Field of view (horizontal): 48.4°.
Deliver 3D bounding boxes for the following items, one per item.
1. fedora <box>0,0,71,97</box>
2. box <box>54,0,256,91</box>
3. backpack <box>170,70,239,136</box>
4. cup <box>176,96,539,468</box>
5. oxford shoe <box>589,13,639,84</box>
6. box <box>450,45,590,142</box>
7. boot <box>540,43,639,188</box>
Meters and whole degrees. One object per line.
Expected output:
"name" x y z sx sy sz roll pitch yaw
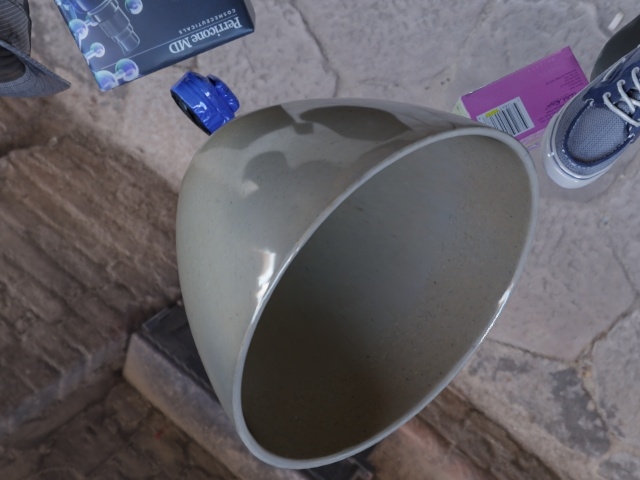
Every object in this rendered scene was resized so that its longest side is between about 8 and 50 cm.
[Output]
"fedora" -0.302 -0.203 0.531 0.275 0.243 0.124 6 80 49
"box" -0.318 -0.506 1.220 0.293 0.212 0.395 -21 116 5
"backpack" -0.228 -0.277 1.391 0.098 0.101 0.120 34 173 47
"cup" 0.000 0.000 0.656 0.237 0.331 0.331 41 139 38
"oxford shoe" 0.461 -0.275 0.990 0.076 0.212 0.076 42 -176 41
"box" 0.360 -0.227 1.332 0.243 0.213 0.117 76 169 -84
"boot" 0.267 -0.127 0.617 0.069 0.190 0.086 42 155 3
